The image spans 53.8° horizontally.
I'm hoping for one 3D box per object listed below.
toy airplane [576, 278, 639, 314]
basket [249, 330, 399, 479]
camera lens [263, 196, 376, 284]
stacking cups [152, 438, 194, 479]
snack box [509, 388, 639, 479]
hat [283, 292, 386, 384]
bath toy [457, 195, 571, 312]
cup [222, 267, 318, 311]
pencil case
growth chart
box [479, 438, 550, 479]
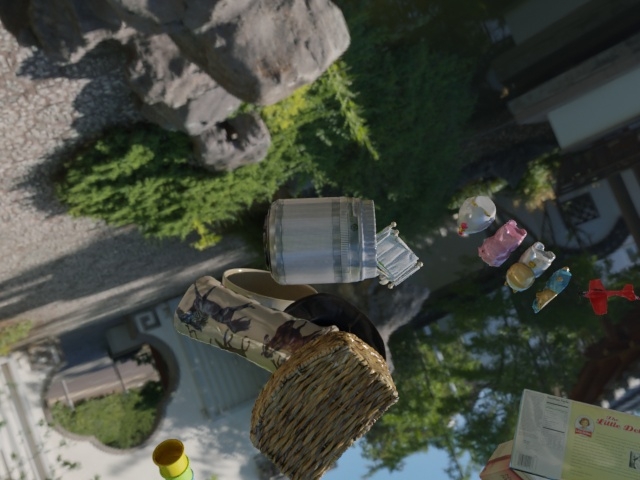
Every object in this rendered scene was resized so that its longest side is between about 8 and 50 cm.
[{"bbox_3d":[0.732,0.137,1.603,0.151,0.028,0.151,-6,-149,4],"label":"toy airplane"},{"bbox_3d":[-0.009,0.336,1.377,0.299,0.213,0.223,-47,-174,5],"label":"basket"},{"bbox_3d":[0.000,0.000,1.601,0.274,0.219,0.219,-2,176,3],"label":"camera lens"},{"bbox_3d":[-0.413,0.730,1.870,0.096,0.316,0.096,-6,-147,4],"label":"stacking cups"},{"bbox_3d":[0.615,0.473,1.450,0.322,0.187,0.060,11,161,16],"label":"snack box"},{"bbox_3d":[0.012,0.314,1.776,0.331,0.331,0.134,-20,170,-18],"label":"hat"},{"bbox_3d":[0.501,0.031,1.716,0.151,0.348,0.129,-26,157,-45],"label":"bath toy"},{"bbox_3d":[-0.195,0.257,2.147,0.331,0.237,0.331,15,-170,-3],"label":"cup"},{"bbox_3d":[-0.157,0.216,1.529,0.410,0.160,0.183,19,174,21],"label":"pencil case"},{"bbox_3d":[0.235,0.059,2.136,0.172,0.237,0.021,-31,-147,15],"label":"growth chart"},{"bbox_3d":[0.556,0.618,1.675,0.127,0.148,0.232,-43,170,-29],"label":"box"}]
